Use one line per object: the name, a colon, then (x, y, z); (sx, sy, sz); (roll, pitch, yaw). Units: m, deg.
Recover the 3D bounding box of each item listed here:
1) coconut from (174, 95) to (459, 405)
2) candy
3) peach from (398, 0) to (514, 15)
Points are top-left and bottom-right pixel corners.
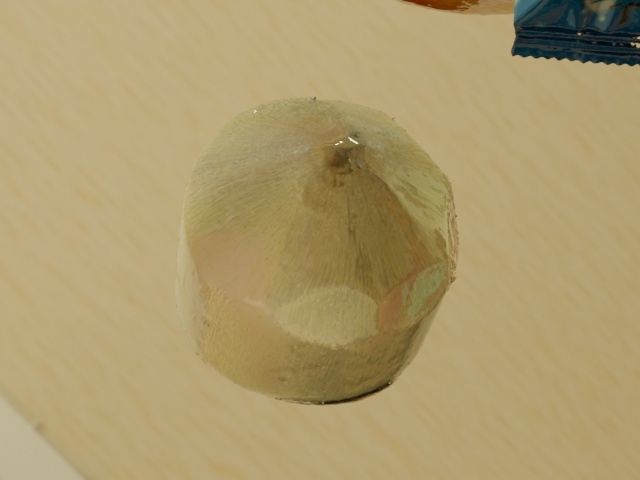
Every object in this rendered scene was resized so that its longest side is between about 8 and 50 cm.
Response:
coconut: (0.000, 0.000, 1.323); (0.224, 0.224, 0.234); (-54, -16, -43)
candy: (0.123, -0.146, 0.815); (0.038, 0.088, 0.136); (155, 115, -72)
peach: (0.097, -0.329, 0.996); (0.388, 0.388, 0.388); (-41, 12, 11)
